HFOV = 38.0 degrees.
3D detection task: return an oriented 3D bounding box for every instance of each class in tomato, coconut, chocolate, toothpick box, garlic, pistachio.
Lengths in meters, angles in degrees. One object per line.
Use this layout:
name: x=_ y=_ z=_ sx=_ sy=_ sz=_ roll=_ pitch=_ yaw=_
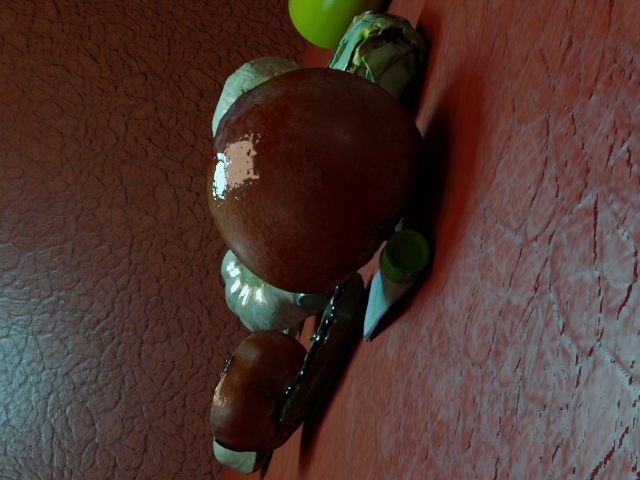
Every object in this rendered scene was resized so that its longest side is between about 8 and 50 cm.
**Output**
tomato: x=-0.012 y=-0.075 z=1.087 sx=0.265 sy=0.264 sz=0.265 roll=-168 pitch=90 yaw=-83
coconut: x=-0.095 y=-0.251 z=2.072 sx=0.309 sy=0.297 sz=0.298 roll=168 pitch=114 yaw=-80
chocolate: x=0.005 y=0.172 z=1.387 sx=0.329 sy=0.065 sz=0.102 roll=111 pitch=-177 yaw=-47
toothpick box: x=0.048 y=-0.486 z=1.722 sx=0.271 sy=0.175 sz=0.175 roll=131 pitch=150 yaw=-70
garlic: x=-0.062 y=0.085 z=1.755 sx=0.212 sy=0.218 sz=0.219 roll=38 pitch=-122 yaw=-56
tomato: x=-0.082 y=0.263 z=1.548 sx=0.225 sy=0.085 sz=0.225 roll=-31 pitch=-51 yaw=-48
pistachio: x=-0.165 y=0.431 z=2.062 sx=0.152 sy=0.126 sz=0.223 roll=57 pitch=142 yaw=29

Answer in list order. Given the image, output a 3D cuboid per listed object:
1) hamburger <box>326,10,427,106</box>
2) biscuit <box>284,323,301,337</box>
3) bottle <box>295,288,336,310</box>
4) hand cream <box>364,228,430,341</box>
hamburger: x=0.059 y=-0.211 z=1.317 sx=0.235 sy=0.125 sz=0.214 roll=-59 pitch=4 yaw=23
biscuit: x=-0.041 y=0.055 z=1.943 sx=0.187 sy=0.036 sz=0.274 roll=-101 pitch=23 yaw=-46
bottle: x=0.000 y=0.000 z=1.607 sx=0.096 sy=0.079 sz=0.254 roll=-33 pitch=40 yaw=45
hand cream: x=0.079 y=0.051 z=1.103 sx=0.079 sy=0.050 sz=0.275 roll=-52 pitch=-6 yaw=-18
